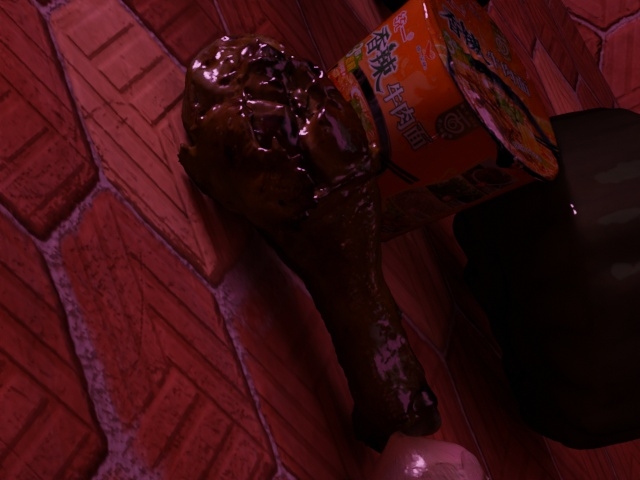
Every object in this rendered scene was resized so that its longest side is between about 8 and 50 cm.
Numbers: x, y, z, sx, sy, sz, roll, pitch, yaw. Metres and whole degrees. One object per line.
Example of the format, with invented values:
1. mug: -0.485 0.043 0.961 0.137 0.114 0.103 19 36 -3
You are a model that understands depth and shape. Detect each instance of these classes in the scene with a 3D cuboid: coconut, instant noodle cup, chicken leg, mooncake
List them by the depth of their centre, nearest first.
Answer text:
1. coconut: 0.085 0.207 1.561 0.110 0.110 0.124 -23 94 -73
2. chicken leg: 0.001 -0.011 1.587 0.361 0.140 0.211 63 9 12
3. instant noodle cup: 0.095 -0.117 1.919 0.230 0.182 0.230 47 25 -30
4. mooncake: 0.272 0.039 2.062 0.351 0.187 0.351 169 -90 -74

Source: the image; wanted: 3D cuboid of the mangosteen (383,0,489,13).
1. mangosteen: 0.163 -0.381 2.416 0.211 0.250 0.211 55 13 -18
